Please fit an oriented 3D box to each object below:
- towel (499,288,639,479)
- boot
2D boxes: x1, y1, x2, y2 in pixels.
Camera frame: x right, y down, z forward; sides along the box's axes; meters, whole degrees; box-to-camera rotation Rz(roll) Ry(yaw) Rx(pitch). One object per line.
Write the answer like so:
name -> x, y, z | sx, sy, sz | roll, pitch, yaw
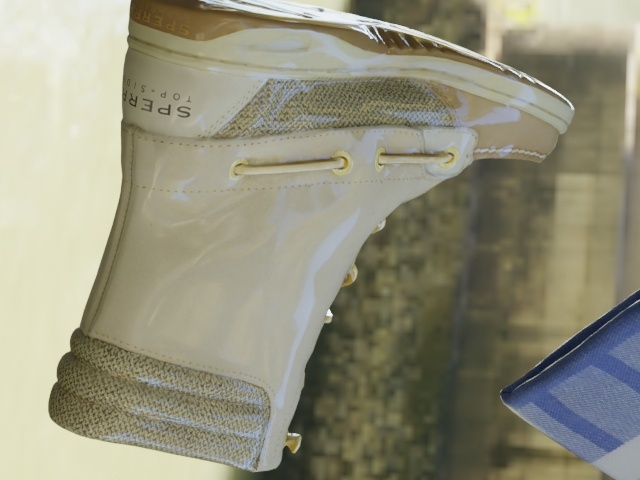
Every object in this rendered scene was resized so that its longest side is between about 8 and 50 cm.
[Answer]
towel -> 0.255, 0.107, 0.963 | 0.209, 0.285, 0.034 | -46, -164, 52
boot -> 0.000, 0.000, 0.897 | 0.262, 0.095, 0.203 | 4, 104, -49
